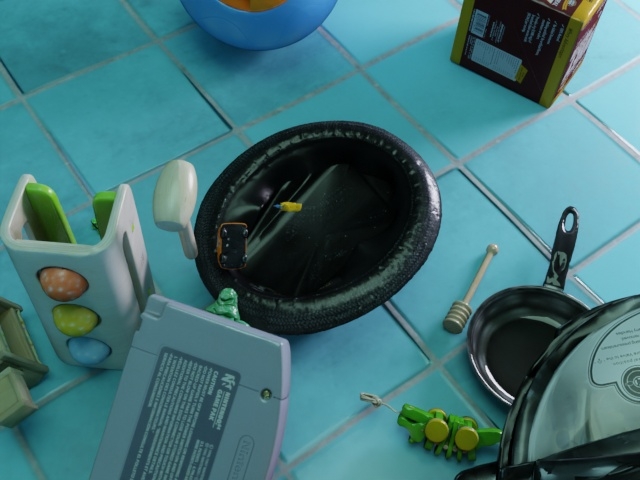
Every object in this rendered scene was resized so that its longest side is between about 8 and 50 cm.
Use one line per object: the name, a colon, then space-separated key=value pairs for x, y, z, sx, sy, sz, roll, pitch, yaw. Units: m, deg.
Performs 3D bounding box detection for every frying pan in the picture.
frying pan: x=0.286 y=0.096 z=1.171 sx=0.197 sy=0.053 sz=0.326 roll=-1 pitch=54 yaw=-4

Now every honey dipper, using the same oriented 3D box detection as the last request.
honey dipper: x=0.216 y=0.062 z=1.204 sx=0.030 sy=0.030 sz=0.161 roll=25 pitch=57 yaw=14

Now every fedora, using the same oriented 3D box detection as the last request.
fedora: x=0.000 y=0.000 z=1.157 sx=0.333 sy=0.153 sz=0.334 roll=-3 pitch=60 yaw=5

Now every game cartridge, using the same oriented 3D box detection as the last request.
game cartridge: x=-0.147 y=0.231 z=0.973 sx=0.198 sy=0.062 sz=0.298 roll=18 pitch=91 yaw=5

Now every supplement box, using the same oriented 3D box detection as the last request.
supplement box: x=0.340 y=-0.358 z=1.400 sx=0.194 sy=0.191 sz=0.129 roll=30 pitch=60 yaw=16

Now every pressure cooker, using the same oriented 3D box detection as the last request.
pressure cooker: x=0.351 y=0.243 z=0.807 sx=0.375 sy=0.420 sz=0.370 roll=36 pitch=78 yaw=22

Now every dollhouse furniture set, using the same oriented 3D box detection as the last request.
dollhouse furniture set: x=-0.432 y=0.185 z=1.074 sx=0.161 sy=0.101 sz=0.182 roll=-36 pitch=62 yaw=4

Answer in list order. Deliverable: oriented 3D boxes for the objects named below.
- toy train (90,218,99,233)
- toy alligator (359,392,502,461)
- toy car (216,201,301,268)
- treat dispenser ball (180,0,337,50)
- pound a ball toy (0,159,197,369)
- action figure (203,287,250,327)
toy train: x=-0.299 y=-0.008 z=1.236 sx=0.083 sy=0.017 sz=0.023 roll=40 pitch=53 yaw=22
toy alligator: x=0.135 y=0.238 z=1.069 sx=0.189 sy=0.056 sz=0.051 roll=14 pitch=96 yaw=7
toy car: x=-0.079 y=-0.007 z=1.072 sx=0.122 sy=0.060 sz=0.040 roll=-20 pitch=14 yaw=-23
treat dispenser ball: x=-0.100 y=-0.455 z=1.388 sx=0.288 sy=0.288 sz=0.288 roll=1 pitch=55 yaw=-2
pound a ball toy: x=-0.245 y=0.044 z=1.019 sx=0.208 sy=0.319 sz=0.136 roll=6 pitch=56 yaw=1
action figure: x=-0.138 y=0.170 z=1.029 sx=0.137 sy=0.063 sz=0.232 roll=17 pitch=92 yaw=6
